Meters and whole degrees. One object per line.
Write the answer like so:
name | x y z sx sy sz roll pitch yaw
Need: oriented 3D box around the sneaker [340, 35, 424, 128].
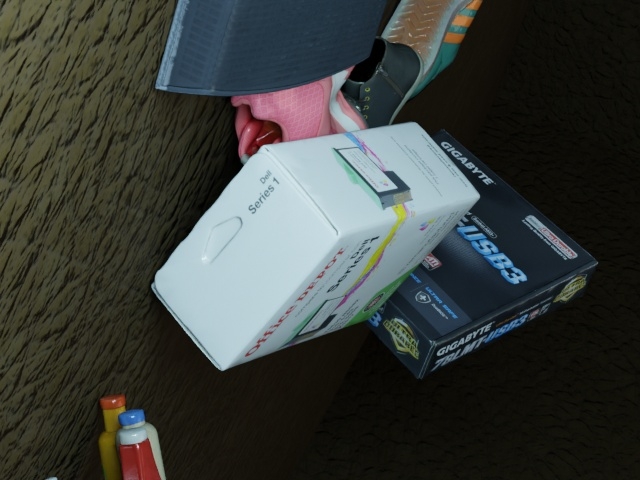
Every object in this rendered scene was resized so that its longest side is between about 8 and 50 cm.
sneaker | 0.037 -0.161 1.921 0.222 0.083 0.118 -61 154 8

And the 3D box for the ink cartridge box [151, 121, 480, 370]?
ink cartridge box | 0.000 0.000 1.477 0.201 0.117 0.278 -49 162 29

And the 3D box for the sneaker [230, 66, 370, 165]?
sneaker | -0.037 -0.115 1.503 0.136 0.116 0.314 -53 161 -17

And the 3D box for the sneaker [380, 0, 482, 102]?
sneaker | 0.166 -0.326 2.143 0.302 0.108 0.121 -56 170 -14

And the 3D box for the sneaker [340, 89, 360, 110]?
sneaker | -0.010 -0.113 1.809 0.162 0.063 0.073 -59 -173 -22

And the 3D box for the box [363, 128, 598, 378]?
box | 0.140 0.005 1.866 0.293 0.295 0.073 -22 145 -35

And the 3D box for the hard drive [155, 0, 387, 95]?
hard drive | -0.020 -0.201 1.236 0.254 0.054 0.172 -21 137 -52

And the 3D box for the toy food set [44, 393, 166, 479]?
toy food set | -0.202 0.215 1.329 0.232 0.111 0.105 -25 108 -62
